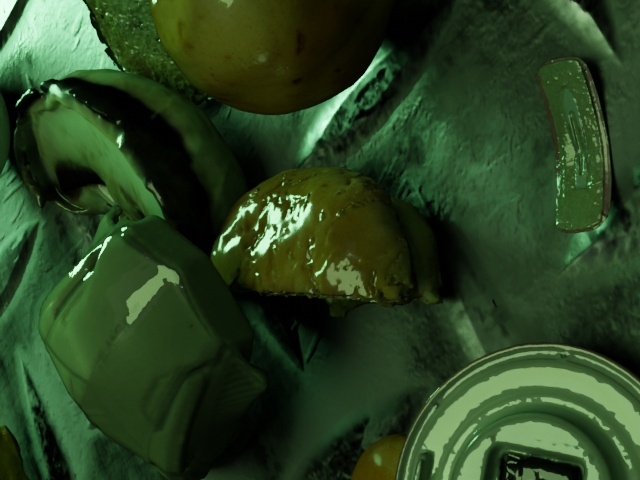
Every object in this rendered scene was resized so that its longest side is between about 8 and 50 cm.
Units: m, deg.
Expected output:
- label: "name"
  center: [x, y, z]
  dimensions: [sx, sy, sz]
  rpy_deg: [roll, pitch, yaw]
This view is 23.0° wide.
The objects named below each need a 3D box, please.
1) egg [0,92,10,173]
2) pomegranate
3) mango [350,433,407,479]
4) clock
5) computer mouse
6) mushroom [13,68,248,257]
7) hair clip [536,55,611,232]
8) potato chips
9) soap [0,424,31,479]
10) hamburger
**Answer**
- label: "egg"
  center: [-0.460, -0.148, 1.933]
  dimensions: [0.151, 0.151, 0.209]
  rpy_deg: [-46, 66, 44]
- label: "pomegranate"
  center: [-0.040, -0.216, 1.352]
  dimensions: [0.233, 0.233, 0.233]
  rpy_deg: [10, 102, 50]
- label: "mango"
  center: [0.092, 0.270, 1.320]
  dimensions: [0.154, 0.126, 0.252]
  rpy_deg: [96, 154, -48]
- label: "clock"
  center: [0.166, 0.199, 1.193]
  dimensions: [0.244, 0.056, 0.244]
  rpy_deg: [-6, 76, 25]
- label: "computer mouse"
  center: [-0.179, 0.124, 1.527]
  dimensions: [0.228, 0.145, 0.429]
  rpy_deg: [46, 158, 11]
- label: "mushroom"
  center: [-0.181, -0.060, 1.628]
  dimensions: [0.344, 0.130, 0.247]
  rpy_deg: [23, 137, 51]
- label: "hair clip"
  center: [0.197, -0.075, 1.223]
  dimensions: [0.054, 0.022, 0.137]
  rpy_deg: [-11, 86, 51]
- label: "potato chips"
  center: [-0.164, -0.225, 1.589]
  dimensions: [0.220, 0.029, 0.202]
  rpy_deg: [-8, 116, 52]
- label: "soap"
  center: [-0.371, 0.418, 1.888]
  dimensions: [0.338, 0.169, 0.304]
  rpy_deg: [34, 130, 44]
- label: "hamburger"
  center: [0.000, 0.000, 1.399]
  dimensions: [0.262, 0.124, 0.131]
  rpy_deg: [7, 100, 50]
